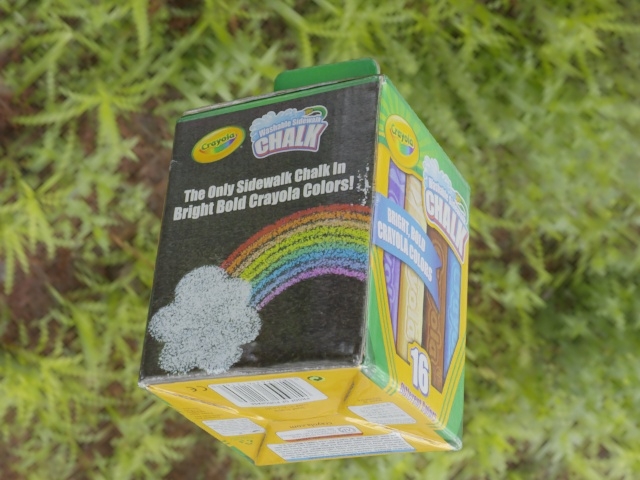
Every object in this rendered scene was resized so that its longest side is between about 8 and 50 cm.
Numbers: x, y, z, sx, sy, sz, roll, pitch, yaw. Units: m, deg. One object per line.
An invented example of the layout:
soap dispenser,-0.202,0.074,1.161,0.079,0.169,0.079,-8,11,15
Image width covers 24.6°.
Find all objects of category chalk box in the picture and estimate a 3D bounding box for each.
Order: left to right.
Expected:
chalk box,0.000,0.000,1.095,0.179,0.180,0.289,46,44,-51
